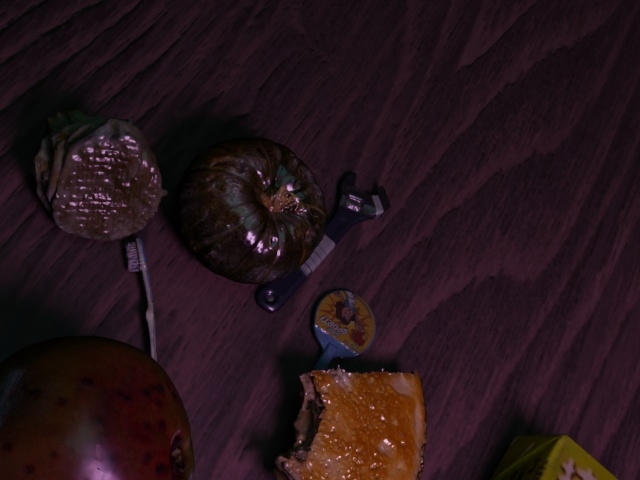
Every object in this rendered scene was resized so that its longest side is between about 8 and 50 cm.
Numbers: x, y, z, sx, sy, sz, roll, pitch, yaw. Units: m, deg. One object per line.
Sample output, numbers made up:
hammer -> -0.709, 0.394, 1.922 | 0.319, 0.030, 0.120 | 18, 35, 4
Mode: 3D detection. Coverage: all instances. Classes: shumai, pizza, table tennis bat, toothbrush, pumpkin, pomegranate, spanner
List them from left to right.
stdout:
pomegranate -> -0.296, 0.265, 1.128 | 0.291, 0.323, 0.291 | 44, 30, -34
shumai -> -0.309, -0.097, 1.378 | 0.184, 0.184, 0.142 | 7, 32, -24
toothbrush -> -0.229, 0.131, 1.337 | 0.028, 0.026, 0.294 | -10, 69, -11
pumpkin -> -0.096, -0.045, 1.417 | 0.223, 0.157, 0.224 | 13, 66, -31
spanner -> 0.000, 0.000, 1.527 | 0.087, 0.024, 0.316 | 43, 55, 1
table tennis bat -> 0.027, 0.138, 1.469 | 0.100, 0.019, 0.155 | 38, 52, -6
pizza -> 0.035, 0.293, 1.350 | 0.223, 0.089, 0.323 | 31, 53, -17

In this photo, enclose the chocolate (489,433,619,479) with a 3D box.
chocolate -> 0.354, 0.458, 1.395 | 0.301, 0.137, 0.289 | 42, 54, -2
